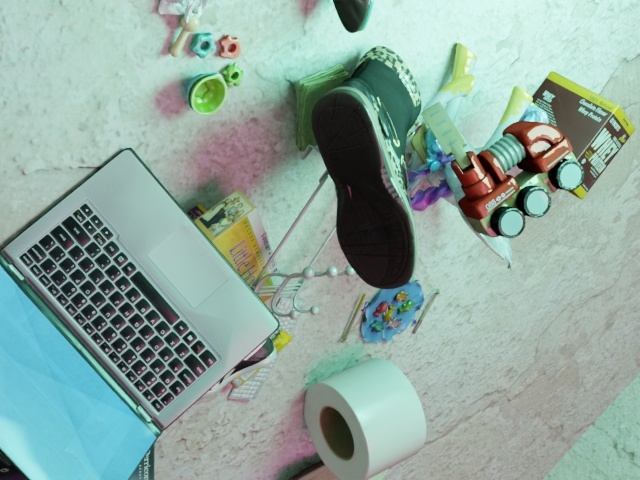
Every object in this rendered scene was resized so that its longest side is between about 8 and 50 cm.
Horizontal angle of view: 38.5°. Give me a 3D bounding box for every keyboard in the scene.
[{"bbox_3d":[-0.111,0.230,1.928,0.072,0.014,0.256,11,113,-47],"label":"keyboard"}]

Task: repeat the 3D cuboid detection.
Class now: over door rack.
[{"bbox_3d":[0.000,0.000,1.677,0.324,0.108,0.239,-67,161,7],"label":"over door rack"}]

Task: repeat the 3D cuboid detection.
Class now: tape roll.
[{"bbox_3d":[0.099,0.408,2.086,0.169,0.246,0.246,-18,132,-31],"label":"tape roll"}]

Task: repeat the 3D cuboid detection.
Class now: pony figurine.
[{"bbox_3d":[0.284,-0.150,1.826,0.351,0.303,0.363,34,100,-19],"label":"pony figurine"}]

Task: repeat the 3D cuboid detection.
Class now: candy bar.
[{"bbox_3d":[-0.126,0.248,1.909,0.161,0.018,0.040,-41,132,-4],"label":"candy bar"}]

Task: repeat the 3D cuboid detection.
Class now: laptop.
[{"bbox_3d":[-0.308,0.126,1.339,0.408,0.236,0.382,-41,99,-10],"label":"laptop"}]

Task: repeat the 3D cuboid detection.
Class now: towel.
[{"bbox_3d":[0.001,-0.237,1.643,0.110,0.027,0.148,-23,133,-29],"label":"towel"}]

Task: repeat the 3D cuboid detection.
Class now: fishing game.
[{"bbox_3d":[0.174,0.169,2.124,0.264,0.041,0.189,4,121,-45],"label":"fishing game"}]

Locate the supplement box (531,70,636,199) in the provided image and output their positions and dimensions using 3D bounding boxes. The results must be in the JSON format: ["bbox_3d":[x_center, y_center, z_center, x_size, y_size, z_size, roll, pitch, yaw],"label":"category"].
[{"bbox_3d":[0.543,-0.232,2.018,0.194,0.191,0.129,-54,141,5],"label":"supplement box"}]

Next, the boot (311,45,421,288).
[{"bbox_3d":[0.106,-0.135,1.600,0.284,0.138,0.377,-63,138,-54],"label":"boot"}]

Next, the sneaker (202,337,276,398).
[{"bbox_3d":[-0.204,0.220,1.799,0.217,0.079,0.121,-27,116,-10],"label":"sneaker"}]

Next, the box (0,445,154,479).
[{"bbox_3d":[-0.458,0.492,1.617,0.294,0.183,0.296,-6,102,-41],"label":"box"}]

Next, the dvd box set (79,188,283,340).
[{"bbox_3d":[-0.263,0.126,1.618,0.420,0.062,0.307,-38,153,-14],"label":"dvd box set"}]

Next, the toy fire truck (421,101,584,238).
[{"bbox_3d":[0.315,-0.159,1.658,0.217,0.158,0.246,-38,108,-8],"label":"toy fire truck"}]

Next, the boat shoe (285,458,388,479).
[{"bbox_3d":[0.033,0.592,2.291,0.324,0.097,0.116,-16,90,-38],"label":"boat shoe"}]

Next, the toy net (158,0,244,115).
[{"bbox_3d":[-0.175,-0.309,1.407,0.122,0.045,0.232,-31,137,-20],"label":"toy net"}]

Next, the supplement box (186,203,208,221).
[{"bbox_3d":[-0.224,-0.014,1.601,0.083,0.043,0.055,-37,142,-15],"label":"supplement box"}]

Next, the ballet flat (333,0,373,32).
[{"bbox_3d":[0.046,-0.474,1.452,0.096,0.095,0.280,0,111,-31],"label":"ballet flat"}]
